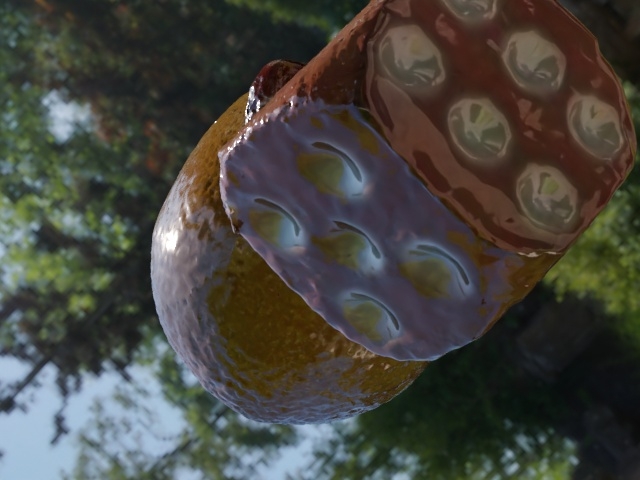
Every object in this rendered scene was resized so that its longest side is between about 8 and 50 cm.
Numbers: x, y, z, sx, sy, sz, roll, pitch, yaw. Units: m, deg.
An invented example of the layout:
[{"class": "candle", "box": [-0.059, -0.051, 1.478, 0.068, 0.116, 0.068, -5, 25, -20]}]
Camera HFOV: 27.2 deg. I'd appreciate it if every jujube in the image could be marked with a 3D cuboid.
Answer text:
[{"class": "jujube", "box": [-0.024, -0.080, 1.054, 0.077, 0.129, 0.077, 4, 168, 1]}]

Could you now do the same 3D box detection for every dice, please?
[{"class": "dice", "box": [0.062, -0.052, 0.761, 0.175, 0.174, 0.179, 44, 145, -3]}]

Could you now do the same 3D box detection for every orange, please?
[{"class": "orange", "box": [0.000, 0.000, 1.305, 0.322, 0.357, 0.322, 28, -168, -6]}]
